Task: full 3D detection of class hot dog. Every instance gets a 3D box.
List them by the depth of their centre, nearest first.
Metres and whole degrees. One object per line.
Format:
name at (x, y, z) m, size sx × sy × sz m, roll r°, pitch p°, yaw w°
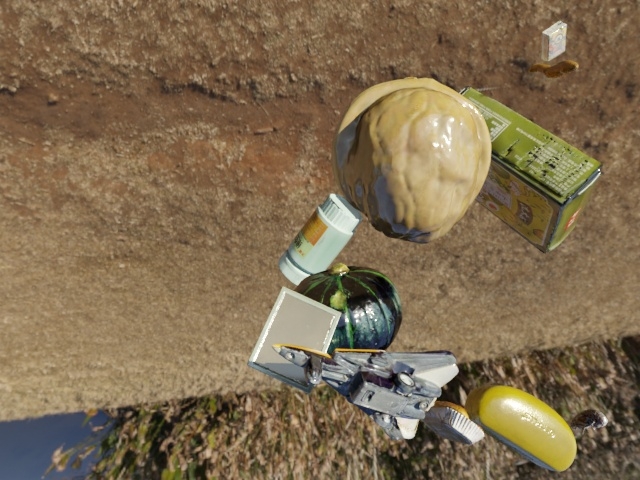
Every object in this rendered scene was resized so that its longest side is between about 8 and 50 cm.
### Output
hot dog at (0.380, 0.535, 1.314) m, size 0.075 × 0.144 × 0.268 m, roll -46°, pitch 178°, yaw -18°

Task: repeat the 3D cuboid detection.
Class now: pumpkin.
pumpkin at (0.053, 0.176, 1.121) m, size 0.314 × 0.315 × 0.239 m, roll -13°, pitch 105°, yaw 0°

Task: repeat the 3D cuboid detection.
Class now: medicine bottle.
medicine bottle at (0.000, 0.000, 1.531) m, size 0.158 × 0.158 × 0.318 m, roll 21°, pitch 119°, yaw -35°

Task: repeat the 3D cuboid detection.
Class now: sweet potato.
sweet potato at (0.596, -0.434, 1.128) m, size 0.044 × 0.179 × 0.044 m, roll -3°, pitch 108°, yaw -8°

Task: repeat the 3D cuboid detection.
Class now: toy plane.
toy plane at (0.067, 0.235, 0.749) m, size 0.315 × 0.103 × 0.204 m, roll 20°, pitch 108°, yaw -23°

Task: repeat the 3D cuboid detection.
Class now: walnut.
walnut at (0.160, -0.153, 0.807) m, size 0.284 × 0.296 × 0.286 m, roll 2°, pitch 114°, yaw 5°

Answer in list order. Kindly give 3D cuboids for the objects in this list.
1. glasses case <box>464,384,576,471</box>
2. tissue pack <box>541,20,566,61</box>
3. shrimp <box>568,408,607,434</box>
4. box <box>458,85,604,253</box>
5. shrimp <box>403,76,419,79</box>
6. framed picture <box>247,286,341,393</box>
glasses case at (0.669, 0.601, 1.458) m, size 0.371 × 0.173 × 0.141 m, roll 33°, pitch 157°, yaw -3°
tissue pack at (0.644, -0.548, 1.222) m, size 0.063 × 0.035 × 0.083 m, roll -34°, pitch 136°, yaw -3°
shrimp at (0.880, 0.608, 1.477) m, size 0.056 × 0.065 × 0.165 m, roll -7°, pitch 142°, yaw -23°
box at (0.539, -0.191, 1.263) m, size 0.138 × 0.420 × 0.373 m, roll -43°, pitch 152°, yaw 0°
shrimp at (0.342, -0.571, 1.888) m, size 0.169 × 0.058 × 0.295 m, roll 48°, pitch 140°, yaw -14°
framed picture at (-0.052, 0.205, 0.928) m, size 0.141 × 0.183 × 0.011 m, roll 24°, pitch 154°, yaw -2°
